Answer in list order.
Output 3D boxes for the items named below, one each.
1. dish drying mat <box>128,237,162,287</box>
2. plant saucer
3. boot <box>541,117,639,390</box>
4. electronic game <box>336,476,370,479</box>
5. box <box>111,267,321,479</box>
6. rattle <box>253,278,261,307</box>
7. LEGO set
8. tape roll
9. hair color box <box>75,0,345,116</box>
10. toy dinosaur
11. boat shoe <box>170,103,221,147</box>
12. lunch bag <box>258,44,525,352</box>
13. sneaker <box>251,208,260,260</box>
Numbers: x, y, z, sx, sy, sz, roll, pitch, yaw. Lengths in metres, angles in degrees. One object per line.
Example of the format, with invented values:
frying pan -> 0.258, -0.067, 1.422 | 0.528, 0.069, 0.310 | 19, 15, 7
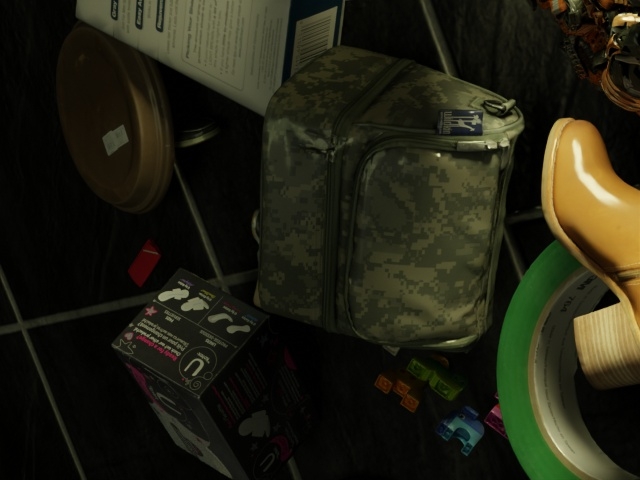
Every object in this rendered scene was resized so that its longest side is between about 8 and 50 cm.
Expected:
dish drying mat -> -0.245, 0.032, 2.228 | 0.032, 0.008, 0.083 | 50, 136, 12
plant saucer -> -0.276, -0.166, 2.092 | 0.278, 0.041, 0.278 | 28, 126, 48
boot -> 0.328, -0.014, 1.480 | 0.220, 0.109, 0.283 | -22, 59, 32
electronic game -> 0.073, 0.415, 2.079 | 0.229, 0.048, 0.229 | 20, 122, 36
box -> -0.130, 0.182, 2.022 | 0.163, 0.142, 0.247 | 26, 154, 33
rattle -> 0.000, 0.000, 1.934 | 0.143, 0.130, 0.199 | 23, 98, 22
LEGO set -> 0.146, 0.161, 1.857 | 0.227, 0.093, 0.087 | 37, 130, 11
tape roll -> 0.324, 0.131, 1.587 | 0.321, 0.077, 0.321 | -6, 81, 44
hair color box -> -0.136, -0.291, 1.891 | 0.347, 0.105, 0.174 | 29, 128, 30
toy dinosaur -> 0.320, -0.195, 1.504 | 0.322, 0.164, 0.218 | 31, 146, 6
boat shoe -> -0.189, -0.150, 2.049 | 0.152, 0.056, 0.049 | 3, 117, 43
lunch bag -> 0.083, -0.041, 1.741 | 0.256, 0.212, 0.305 | 16, 122, 19
sneaker -> -0.062, -0.002, 2.023 | 0.037, 0.032, 0.083 | 1, 116, 29
